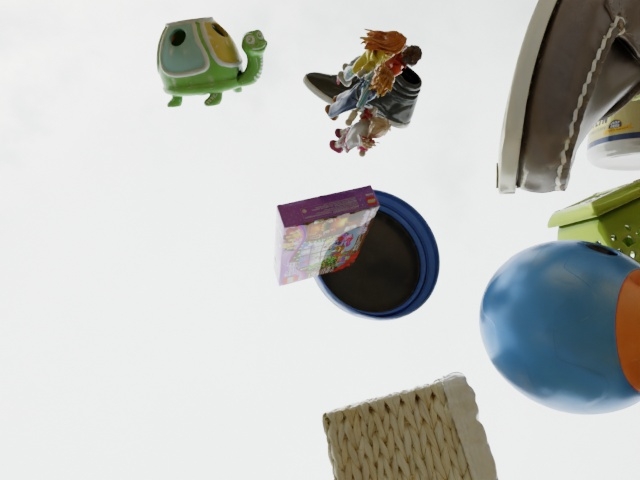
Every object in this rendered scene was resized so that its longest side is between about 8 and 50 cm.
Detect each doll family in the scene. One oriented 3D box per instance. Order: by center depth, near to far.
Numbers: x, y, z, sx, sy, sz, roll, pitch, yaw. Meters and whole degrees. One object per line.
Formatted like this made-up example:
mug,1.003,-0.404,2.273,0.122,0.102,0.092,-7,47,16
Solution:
doll family,0.084,-0.283,0.766,0.118,0.163,0.262,33,-110,-28

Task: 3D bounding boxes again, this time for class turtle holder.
turtle holder,-0.338,-0.533,1.264,0.320,0.227,0.243,17,-143,36

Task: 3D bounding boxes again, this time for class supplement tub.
supplement tub,0.857,-0.364,1.146,0.229,0.228,0.316,7,-93,-6

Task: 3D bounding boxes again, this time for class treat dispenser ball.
treat dispenser ball,0.422,0.142,0.727,0.288,0.288,0.288,3,-109,-7

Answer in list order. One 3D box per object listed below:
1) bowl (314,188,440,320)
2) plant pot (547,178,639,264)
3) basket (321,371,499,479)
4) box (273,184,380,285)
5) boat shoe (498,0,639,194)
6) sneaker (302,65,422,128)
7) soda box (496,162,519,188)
bowl,0.149,0.040,1.217,0.391,0.077,0.391,6,-114,-14
plant pot,0.764,-0.024,1.115,0.228,0.227,0.207,-23,-95,-8
basket,0.185,0.434,0.785,0.267,0.328,0.331,-15,-111,11
box,0.000,0.000,0.953,0.201,0.293,0.057,-14,-116,-14
boat shoe,0.222,-0.165,0.330,0.097,0.116,0.324,19,-114,25
sneaker,0.112,-0.392,1.042,0.296,0.147,0.104,18,-132,-7
soda box,0.460,-0.156,0.983,0.181,0.061,0.058,-16,-73,-51
